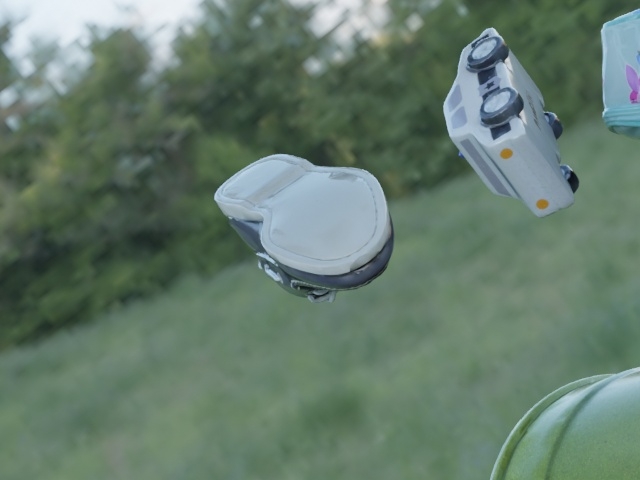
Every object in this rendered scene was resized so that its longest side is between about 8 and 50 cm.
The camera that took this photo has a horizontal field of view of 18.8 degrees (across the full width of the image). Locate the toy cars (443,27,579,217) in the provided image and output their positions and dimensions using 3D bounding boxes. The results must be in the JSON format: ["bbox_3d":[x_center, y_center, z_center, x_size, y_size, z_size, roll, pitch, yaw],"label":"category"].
[{"bbox_3d":[0.095,-0.171,1.562,0.087,0.393,0.176,-31,-21,15],"label":"toy cars"}]

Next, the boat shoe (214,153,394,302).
[{"bbox_3d":[0.000,0.000,1.125,0.075,0.065,0.206,-34,22,-11],"label":"boat shoe"}]

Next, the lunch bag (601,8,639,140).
[{"bbox_3d":[0.381,-0.126,1.531,0.279,0.107,0.224,1,-3,33],"label":"lunch bag"}]

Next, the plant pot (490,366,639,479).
[{"bbox_3d":[0.384,0.234,1.588,0.366,0.366,0.353,-39,2,-37],"label":"plant pot"}]

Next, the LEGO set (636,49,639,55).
[{"bbox_3d":[0.261,-0.151,1.399,0.083,0.054,0.023,-15,-20,-12],"label":"LEGO set"}]
